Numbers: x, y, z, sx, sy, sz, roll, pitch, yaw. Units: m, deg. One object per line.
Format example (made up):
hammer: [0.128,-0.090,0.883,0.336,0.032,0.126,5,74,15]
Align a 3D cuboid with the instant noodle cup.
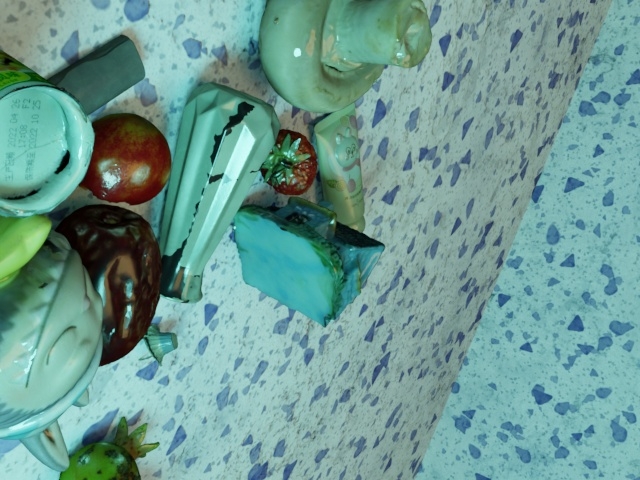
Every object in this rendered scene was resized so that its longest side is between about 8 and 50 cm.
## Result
instant noodle cup: [-0.384,-0.132,0.802,0.207,0.233,0.207,-37,140,-38]

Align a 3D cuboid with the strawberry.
strawberry: [-0.055,-0.150,1.418,0.148,0.131,0.131,-1,113,-55]

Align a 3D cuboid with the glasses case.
glasses case: [-0.331,-0.212,1.023,0.190,0.042,0.072,-44,137,-31]

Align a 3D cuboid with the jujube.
jujube: [-0.329,0.074,1.104,0.183,0.183,0.243,-13,129,-54]

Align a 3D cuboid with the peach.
peach: [-0.294,-0.123,1.087,0.151,0.151,0.118,-63,-165,-2]

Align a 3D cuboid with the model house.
model house: [0.000,0.000,1.480,0.241,0.261,0.226,-39,142,-36]

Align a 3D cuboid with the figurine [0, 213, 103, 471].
figurine: [-0.414,0.178,0.880,0.361,0.266,0.377,-31,118,-18]

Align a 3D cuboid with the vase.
vase: [-0.193,-0.077,1.238,0.165,0.165,0.360,-1,116,-58]

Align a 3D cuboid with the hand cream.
hand cream: [0.044,-0.145,1.635,0.147,0.093,0.305,-39,133,-39]

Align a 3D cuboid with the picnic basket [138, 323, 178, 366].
picnic basket: [-0.308,0.193,1.352,0.083,0.083,0.065,-13,141,3]

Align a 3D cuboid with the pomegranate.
pomegranate: [-0.375,0.428,1.333,0.220,0.156,0.156,-29,136,-46]

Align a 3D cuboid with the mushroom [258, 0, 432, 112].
mushroom: [0.054,-0.348,1.270,0.292,0.290,0.292,-31,133,-40]
